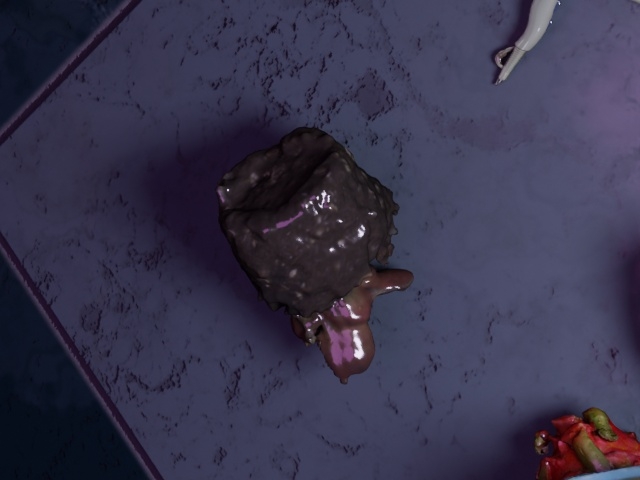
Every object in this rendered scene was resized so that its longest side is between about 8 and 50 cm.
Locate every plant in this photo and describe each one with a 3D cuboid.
[{"bbox_3d":[0.000,0.000,2.104,0.178,0.204,0.234,-32,122,9],"label":"plant"}]

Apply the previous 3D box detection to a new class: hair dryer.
[{"bbox_3d":[0.276,-0.243,2.031,0.167,0.067,0.199,17,112,20],"label":"hair dryer"}]

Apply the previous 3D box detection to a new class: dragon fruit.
[{"bbox_3d":[0.299,0.266,1.996,0.160,0.166,0.172,-8,68,13],"label":"dragon fruit"}]

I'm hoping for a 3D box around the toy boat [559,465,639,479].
[{"bbox_3d":[0.375,0.292,1.860,0.133,0.331,0.145,-15,72,54],"label":"toy boat"}]
